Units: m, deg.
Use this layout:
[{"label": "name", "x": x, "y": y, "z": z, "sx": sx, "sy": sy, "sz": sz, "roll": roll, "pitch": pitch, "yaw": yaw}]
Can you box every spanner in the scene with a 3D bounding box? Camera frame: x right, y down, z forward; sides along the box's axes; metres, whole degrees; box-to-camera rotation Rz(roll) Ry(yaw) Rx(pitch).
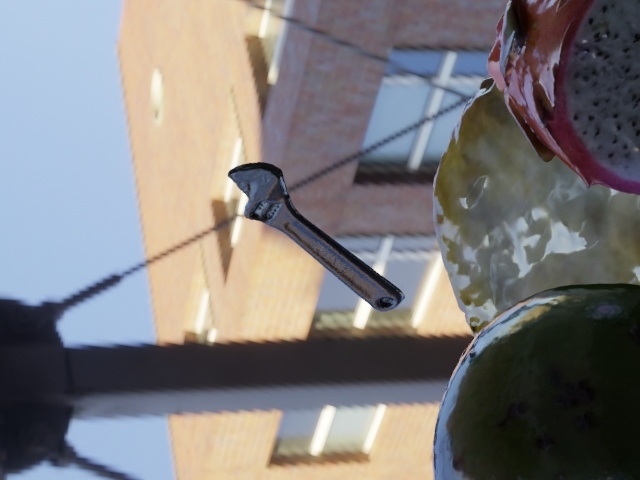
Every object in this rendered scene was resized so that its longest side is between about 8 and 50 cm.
[{"label": "spanner", "x": 0.000, "y": 0.000, "z": 1.196, "sx": 0.208, "sy": 0.046, "sz": 0.012, "roll": 40, "pitch": -151, "yaw": -38}]

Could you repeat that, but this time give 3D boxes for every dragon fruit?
[{"label": "dragon fruit", "x": 0.299, "y": -0.185, "z": 1.504, "sx": 0.290, "sy": 0.291, "sz": 0.189, "roll": -3, "pitch": -156, "yaw": -16}]

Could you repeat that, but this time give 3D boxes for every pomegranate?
[{"label": "pomegranate", "x": 0.229, "y": 0.147, "z": 1.028, "sx": 0.290, "sy": 0.323, "sz": 0.291, "roll": 35, "pitch": -146, "yaw": -28}]

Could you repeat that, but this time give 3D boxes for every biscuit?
[{"label": "biscuit", "x": 0.309, "y": -0.037, "z": 1.778, "sx": 0.104, "sy": 0.429, "sz": 0.446, "roll": 9, "pitch": -139, "yaw": -44}]
